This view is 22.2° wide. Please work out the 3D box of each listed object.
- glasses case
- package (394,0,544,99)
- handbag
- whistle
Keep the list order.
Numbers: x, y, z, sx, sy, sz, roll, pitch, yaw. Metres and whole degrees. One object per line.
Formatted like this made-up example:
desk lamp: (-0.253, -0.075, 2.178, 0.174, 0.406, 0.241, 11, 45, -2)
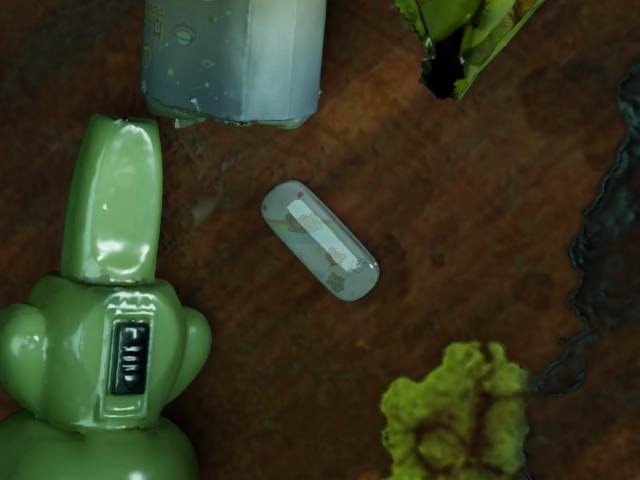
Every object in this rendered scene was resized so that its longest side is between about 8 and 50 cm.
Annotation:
glasses case: (0.000, 0.000, 0.968, 0.032, 0.021, 0.083, -41, 93, 17)
package: (0.109, -0.194, 0.846, 0.226, 0.090, 0.168, -31, 86, 30)
handbag: (-0.046, -0.136, 0.903, 0.117, 0.095, 0.173, 28, 119, 49)
whistle: (-0.139, 0.076, 0.983, 0.141, 0.141, 0.294, 0, 86, 13)
